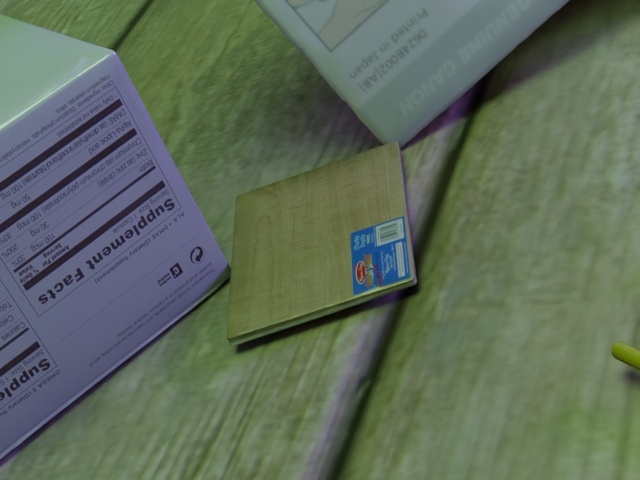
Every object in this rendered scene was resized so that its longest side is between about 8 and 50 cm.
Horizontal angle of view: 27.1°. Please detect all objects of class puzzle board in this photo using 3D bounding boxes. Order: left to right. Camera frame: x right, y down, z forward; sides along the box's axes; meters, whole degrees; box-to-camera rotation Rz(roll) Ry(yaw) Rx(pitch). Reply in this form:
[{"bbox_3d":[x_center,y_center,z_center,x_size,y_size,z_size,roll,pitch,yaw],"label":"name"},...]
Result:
[{"bbox_3d":[0.000,0.000,0.681,0.096,0.011,0.128,-18,33,11],"label":"puzzle board"}]

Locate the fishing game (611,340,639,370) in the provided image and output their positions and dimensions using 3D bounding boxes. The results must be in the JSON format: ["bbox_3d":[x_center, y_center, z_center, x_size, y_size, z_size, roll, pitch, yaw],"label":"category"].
[{"bbox_3d":[0.238,-0.020,0.513,0.264,0.041,0.189,-36,36,-15],"label":"fishing game"}]

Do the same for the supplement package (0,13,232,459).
[{"bbox_3d":[-0.217,-0.010,0.724,0.204,0.145,0.262,-39,33,-20],"label":"supplement package"}]

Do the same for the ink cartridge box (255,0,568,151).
[{"bbox_3d":[0.021,-0.290,0.706,0.308,0.385,0.091,-42,15,3],"label":"ink cartridge box"}]
